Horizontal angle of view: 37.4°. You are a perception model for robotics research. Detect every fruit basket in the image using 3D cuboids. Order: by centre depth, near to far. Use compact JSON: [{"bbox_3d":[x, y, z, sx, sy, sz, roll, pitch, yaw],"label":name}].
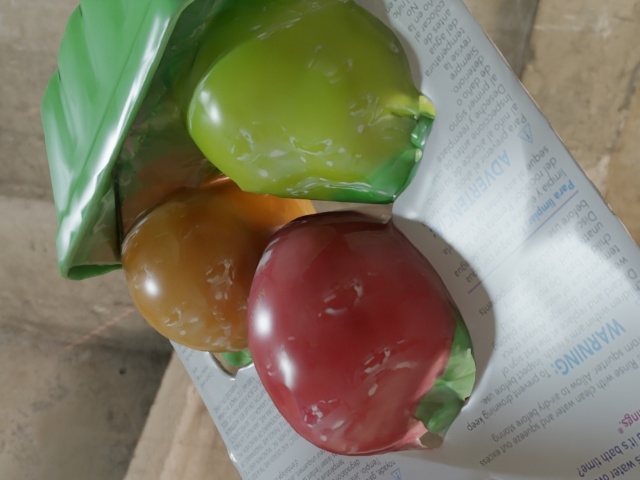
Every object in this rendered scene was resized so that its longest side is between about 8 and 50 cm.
[{"bbox_3d":[0.000,0.000,0.476,0.165,0.327,0.353,-23,-110,-39],"label":"fruit basket"}]
